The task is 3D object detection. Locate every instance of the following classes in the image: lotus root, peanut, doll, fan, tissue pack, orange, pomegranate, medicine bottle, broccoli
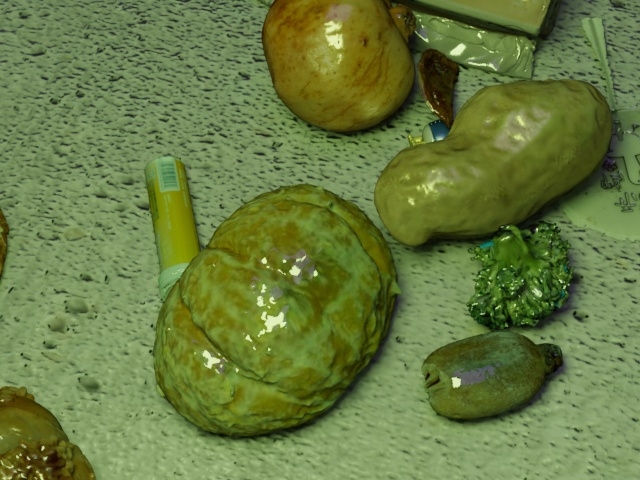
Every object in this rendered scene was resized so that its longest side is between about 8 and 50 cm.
[{"bbox_3d":[0.228,0.173,1.504,0.192,0.088,0.113,-13,53,-6],"label":"lotus root"},{"bbox_3d":[0.247,-0.114,1.608,0.387,0.169,0.192,-30,100,-18],"label":"peanut"},{"bbox_3d":[0.204,-0.160,1.715,0.143,0.057,0.099,-13,28,2],"label":"doll"},{"bbox_3d":[0.454,-0.178,1.749,0.233,0.012,0.414,-2,61,1],"label":"fan"},{"bbox_3d":[0.220,-0.391,1.790,0.305,0.238,0.238,19,61,12],"label":"tissue pack"},{"bbox_3d":[-0.044,0.085,1.485,0.271,0.210,0.368,40,68,-4],"label":"orange"},{"bbox_3d":[0.032,-0.285,1.700,0.248,0.248,0.248,-1,59,1],"label":"pomegranate"},{"bbox_3d":[-0.208,-0.018,1.642,0.074,0.074,0.218,-11,57,-5],"label":"medicine bottle"},{"bbox_3d":[0.264,0.036,1.546,0.167,0.160,0.154,-23,38,3],"label":"broccoli"}]

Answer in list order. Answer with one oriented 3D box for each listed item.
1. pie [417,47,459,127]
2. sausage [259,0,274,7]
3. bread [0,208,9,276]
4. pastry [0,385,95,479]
[{"bbox_3d":[0.174,-0.244,1.732,0.033,0.088,0.191,-26,24,26],"label":"pie"},{"bbox_3d":[-0.111,-0.423,1.904,0.253,0.034,0.034,35,66,20],"label":"sausage"},{"bbox_3d":[-0.503,-0.008,1.643,0.105,0.076,0.233,-15,61,-5],"label":"bread"},{"bbox_3d":[-0.417,0.317,1.380,0.284,0.184,0.315,-25,62,-12],"label":"pastry"}]
